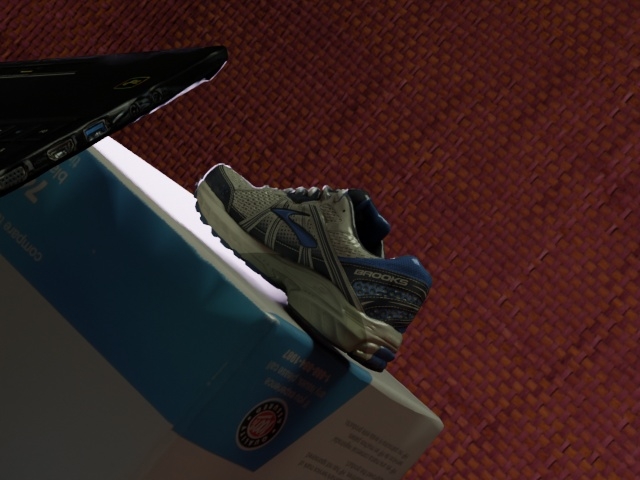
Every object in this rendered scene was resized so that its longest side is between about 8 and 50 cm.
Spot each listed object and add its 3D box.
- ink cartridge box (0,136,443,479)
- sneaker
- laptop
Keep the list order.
[{"bbox_3d":[-0.127,0.106,0.902,0.197,0.270,0.198,41,2,30],"label":"ink cartridge box"},{"bbox_3d":[0.000,0.000,0.848,0.135,0.058,0.052,41,2,37],"label":"sneaker"},{"bbox_3d":[-0.213,-0.062,0.643,0.234,0.264,0.136,3,-63,45],"label":"laptop"}]
